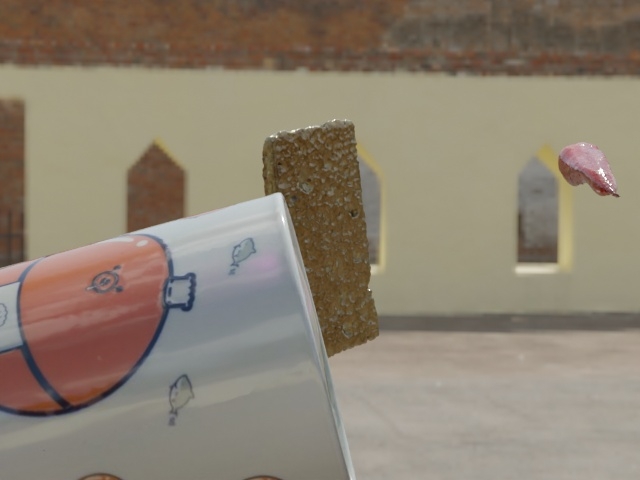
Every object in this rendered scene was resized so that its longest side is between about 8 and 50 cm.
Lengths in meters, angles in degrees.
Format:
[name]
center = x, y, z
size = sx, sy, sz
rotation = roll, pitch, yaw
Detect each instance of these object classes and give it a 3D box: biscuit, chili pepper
[biscuit]
center = 0.000, 0.000, 1.306
size = 0.025, 0.231, 0.131
rotation = 0, 10, 41
[chili pepper]
center = 0.261, -0.068, 1.293
size = 0.045, 0.027, 0.178
rotation = -24, 17, 7

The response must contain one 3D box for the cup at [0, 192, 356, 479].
[cup]
center = -0.150, 0.113, 0.820
size = 0.317, 0.212, 0.212
rotation = -15, 1, 0
